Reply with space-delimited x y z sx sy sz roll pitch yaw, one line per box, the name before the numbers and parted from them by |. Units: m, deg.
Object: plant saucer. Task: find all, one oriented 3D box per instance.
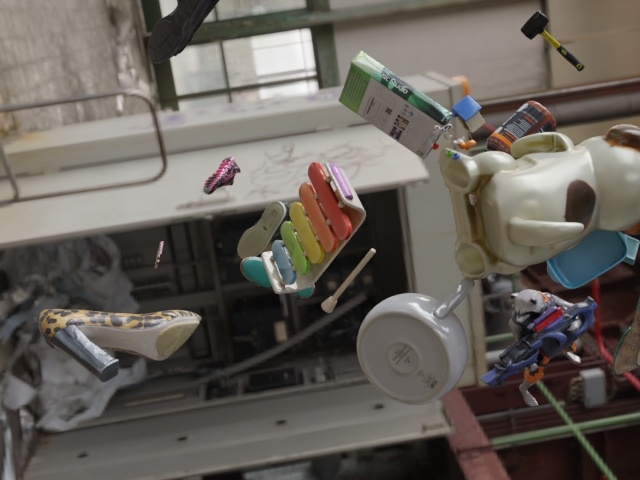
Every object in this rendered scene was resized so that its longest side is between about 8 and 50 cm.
plant saucer | 0.671 -0.009 2.001 0.018 0.192 0.067 119 -5 -69

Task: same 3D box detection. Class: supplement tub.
supplement tub | 0.497 -0.257 2.140 0.106 0.198 0.106 47 -6 7

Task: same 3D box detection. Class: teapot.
teapot | 0.214 0.211 1.793 0.187 0.256 0.252 -31 113 -55

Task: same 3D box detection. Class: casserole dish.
casserole dish | 0.596 0.030 1.874 0.114 0.188 0.037 61 20 19

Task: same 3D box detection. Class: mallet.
mallet | 0.535 -0.445 1.934 0.190 0.062 0.039 41 20 -27

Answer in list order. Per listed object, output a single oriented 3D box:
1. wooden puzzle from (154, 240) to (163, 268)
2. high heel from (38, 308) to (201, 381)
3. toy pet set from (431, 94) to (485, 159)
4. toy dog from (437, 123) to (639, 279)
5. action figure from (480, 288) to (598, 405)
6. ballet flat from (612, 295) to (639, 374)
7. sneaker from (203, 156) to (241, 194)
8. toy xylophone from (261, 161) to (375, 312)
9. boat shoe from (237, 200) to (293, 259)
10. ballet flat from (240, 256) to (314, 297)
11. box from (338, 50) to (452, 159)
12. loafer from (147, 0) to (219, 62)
wooden puzzle | -0.387 0.036 2.010 0.049 0.006 0.083 120 -21 -48
high heel | -0.346 0.138 1.459 0.261 0.186 0.093 -23 137 -52
toy pet set | 0.275 -0.232 1.697 0.065 0.114 0.122 51 -3 -23
toy dog | 0.496 -0.104 1.709 0.395 0.408 0.284 180 -105 -77
action figure | 0.516 0.258 2.096 0.178 0.341 0.330 47 -19 50
ballet flat | 0.739 0.202 1.866 0.106 0.108 0.316 40 -41 39
sneaker | -0.233 -0.147 2.027 0.047 0.119 0.057 5 -40 46
toy xylophone | 0.000 0.000 1.768 0.322 0.081 0.236 -60 -137 30
boat shoe | -0.159 -0.025 2.482 0.084 0.233 0.079 49 27 16
ballet flat | -0.121 0.099 2.325 0.079 0.222 0.076 -120 -129 -73
box | 0.212 -0.388 2.439 0.058 0.322 0.232 -54 176 -20
loafer | -0.366 -0.589 2.291 0.302 0.095 0.109 -41 -110 41
